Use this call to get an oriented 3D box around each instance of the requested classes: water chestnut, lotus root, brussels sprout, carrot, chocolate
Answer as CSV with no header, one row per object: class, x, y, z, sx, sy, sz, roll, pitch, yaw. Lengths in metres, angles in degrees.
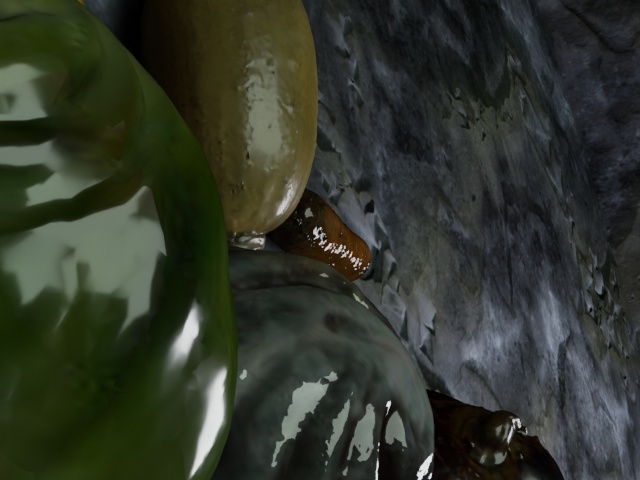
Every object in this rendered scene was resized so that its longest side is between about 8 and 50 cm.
water chestnut,0.092,0.245,1.009,0.223,0.238,0.224,16,49,-19
lotus root,-0.070,-0.131,0.939,0.146,0.130,0.303,32,47,-58
brussels sprout,-0.178,0.022,0.437,0.344,0.268,0.344,6,82,-53
carrot,0.000,0.000,1.106,0.186,0.060,0.060,41,39,-62
chocolate,-0.031,0.134,0.766,0.303,0.213,0.303,44,36,-46

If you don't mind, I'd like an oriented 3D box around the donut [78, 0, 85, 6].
donut,-0.177,-0.102,0.709,0.178,0.065,0.162,78,8,-45
